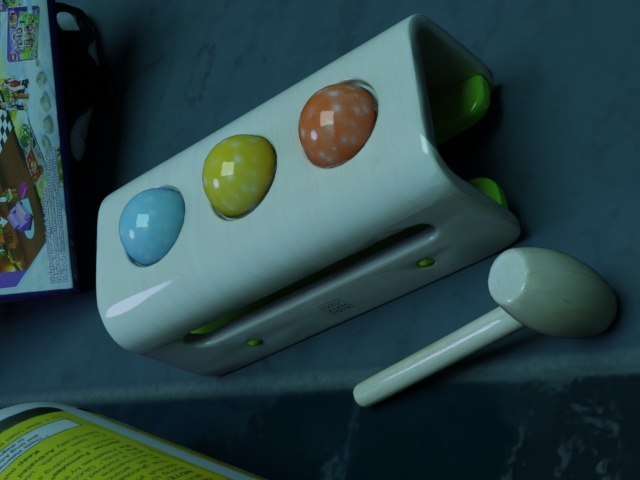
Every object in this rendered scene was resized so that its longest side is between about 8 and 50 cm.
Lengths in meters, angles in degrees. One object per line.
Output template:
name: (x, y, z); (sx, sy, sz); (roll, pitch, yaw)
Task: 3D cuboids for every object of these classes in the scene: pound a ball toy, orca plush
pound a ball toy: (0.000, 0.000, 0.783); (0.319, 0.135, 0.208); (-26, 53, 32)
orca plush: (-0.276, -0.097, 1.113); (0.151, 0.102, 0.287); (4, 72, 44)

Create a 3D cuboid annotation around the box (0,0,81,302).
box: (-0.310, -0.091, 1.030); (0.200, 0.057, 0.293); (-6, 83, -4)

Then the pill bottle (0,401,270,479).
pill bottle: (-0.089, 0.216, 0.717); (0.334, 0.188, 0.188); (10, 77, 46)
